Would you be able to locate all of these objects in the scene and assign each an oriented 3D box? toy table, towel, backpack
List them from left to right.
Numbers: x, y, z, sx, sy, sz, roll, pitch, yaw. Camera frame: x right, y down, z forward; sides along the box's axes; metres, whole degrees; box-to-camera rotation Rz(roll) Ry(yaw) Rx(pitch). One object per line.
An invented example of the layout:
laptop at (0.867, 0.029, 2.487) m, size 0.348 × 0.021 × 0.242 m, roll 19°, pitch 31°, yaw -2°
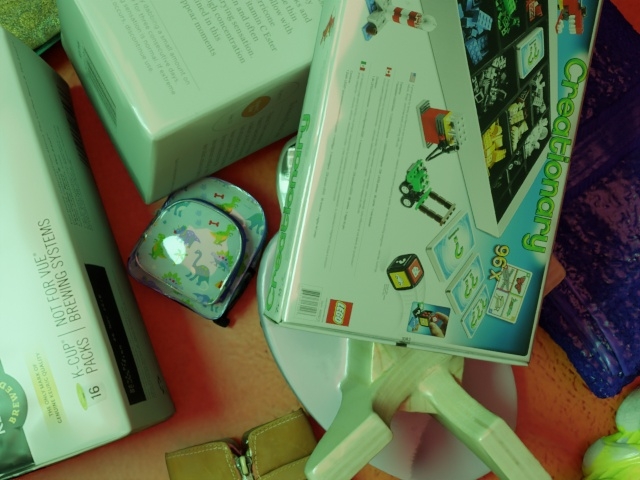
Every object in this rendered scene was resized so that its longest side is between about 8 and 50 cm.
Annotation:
backpack at (-0.101, 0.002, 1.072) m, size 0.105 × 0.084 × 0.114 m, roll 29°, pitch 84°, yaw 2°
toy table at (0.070, 0.095, 0.993) m, size 0.274 × 0.161 × 0.252 m, roll 38°, pitch 82°, yaw -10°
towel at (0.230, -0.048, 1.033) m, size 0.228 × 0.076 × 0.308 m, roll -38°, pitch 85°, yaw -1°

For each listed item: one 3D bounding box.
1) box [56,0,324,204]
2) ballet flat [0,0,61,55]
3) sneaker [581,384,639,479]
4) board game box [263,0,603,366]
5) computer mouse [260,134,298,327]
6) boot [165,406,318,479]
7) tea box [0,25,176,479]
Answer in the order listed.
box at (-0.023, -0.196, 0.987) m, size 0.345 × 0.215 × 0.168 m, roll -27°, pitch 84°, yaw -13°
ballet flat at (-0.194, -0.261, 1.072) m, size 0.349 × 0.123 × 0.123 m, roll -31°, pitch 85°, yaw 2°
sneaker at (0.295, 0.205, 1.051) m, size 0.240 × 0.091 × 0.126 m, roll -43°, pitch 103°, yaw -2°
board game box at (0.084, -0.076, 0.870) m, size 0.193 × 0.053 × 0.305 m, roll 11°, pitch 92°, yaw -17°
computer mouse at (0.000, 0.000, 1.091) m, size 0.106 × 0.042 × 0.192 m, roll 1°, pitch 91°, yaw 7°
boot at (-0.093, 0.283, 1.034) m, size 0.284 × 0.109 × 0.220 m, roll -22°, pitch 86°, yaw -2°
tea box at (-0.332, 0.050, 1.009) m, size 0.324 × 0.220 × 0.328 m, roll -18°, pitch 85°, yaw 0°
